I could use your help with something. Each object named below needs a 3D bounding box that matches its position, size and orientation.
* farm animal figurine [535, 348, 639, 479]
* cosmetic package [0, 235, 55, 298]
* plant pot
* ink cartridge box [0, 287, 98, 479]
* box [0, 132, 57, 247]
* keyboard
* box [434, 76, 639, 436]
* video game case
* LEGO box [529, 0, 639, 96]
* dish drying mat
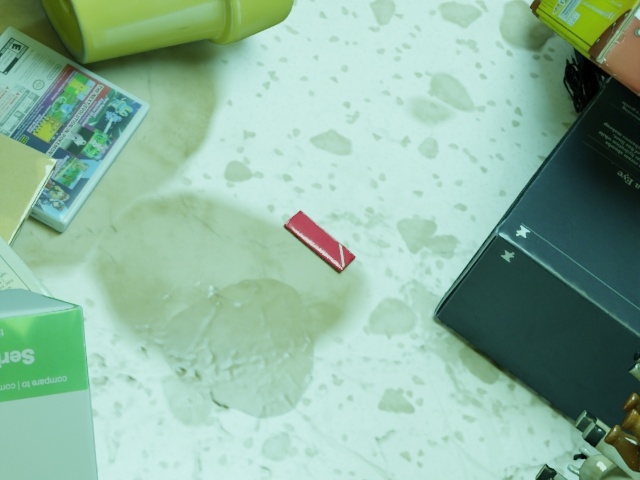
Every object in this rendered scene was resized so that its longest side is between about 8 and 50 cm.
[{"bbox_3d":[0.283,0.277,1.429,0.172,0.330,0.327,36,21,4],"label":"farm animal figurine"},{"bbox_3d":[-0.405,0.014,1.450,0.160,0.113,0.309,-37,78,-27],"label":"cosmetic package"},{"bbox_3d":[-0.192,-0.316,1.716,0.239,0.254,0.254,-27,70,-16],"label":"plant pot"},{"bbox_3d":[-0.266,0.194,1.268,0.122,0.211,0.289,-6,94,-25],"label":"ink cartridge box"},{"bbox_3d":[-0.394,-0.058,1.562,0.201,0.021,0.164,25,62,-2],"label":"box"},{"bbox_3d":[0.345,-0.194,1.971,0.100,0.038,0.192,21,47,-37],"label":"keyboard"},{"bbox_3d":[0.361,0.046,1.712,0.343,0.179,0.312,37,50,6],"label":"box"},{"bbox_3d":[-0.309,-0.124,1.661,0.183,0.023,0.201,29,51,0],"label":"video game case"},{"bbox_3d":[0.468,-0.208,1.726,0.372,0.193,0.500,33,12,-9],"label":"LEGO box"},{"bbox_3d":[0.000,0.000,1.708,0.083,0.008,0.032,40,53,8],"label":"dish drying mat"}]
